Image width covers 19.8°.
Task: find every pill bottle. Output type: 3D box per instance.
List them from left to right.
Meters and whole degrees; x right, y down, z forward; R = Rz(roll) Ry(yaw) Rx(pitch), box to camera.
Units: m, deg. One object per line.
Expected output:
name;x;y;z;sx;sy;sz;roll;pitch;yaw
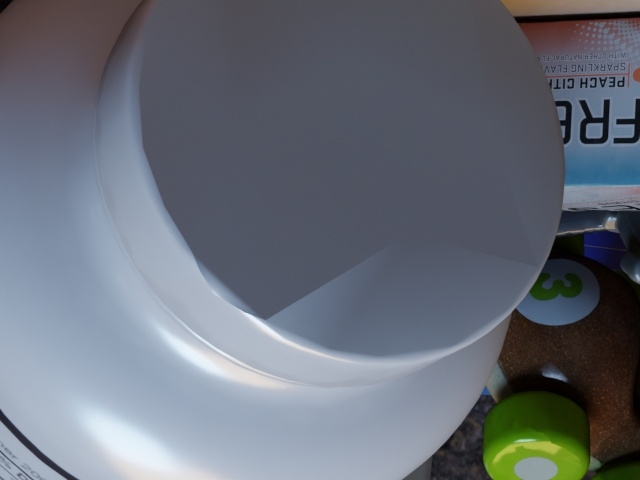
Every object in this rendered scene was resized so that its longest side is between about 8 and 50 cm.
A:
pill bottle;-0.056;0.015;0.604;0.181;0.182;0.323;7;161;-24

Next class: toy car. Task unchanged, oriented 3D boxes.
toy car;0.183;0.039;0.899;0.149;0.155;0.188;34;131;-29

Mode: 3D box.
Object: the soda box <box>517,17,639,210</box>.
soda box;0.092;-0.044;0.665;0.183;0.063;0.058;1;172;27

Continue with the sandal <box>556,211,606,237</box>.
sandal;0.117;-0.029;0.869;0.254;0.054;0.097;-7;178;12

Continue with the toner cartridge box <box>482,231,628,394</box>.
toner cartridge box;0.115;0.036;1.100;0.347;0.075;0.165;7;156;-20

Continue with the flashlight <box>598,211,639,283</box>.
flashlight;0.270;0.000;0.755;0.304;0.103;0.103;6;174;-18

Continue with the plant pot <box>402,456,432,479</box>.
plant pot;-0.007;0.112;1.049;0.109;0.109;0.096;-16;142;32
